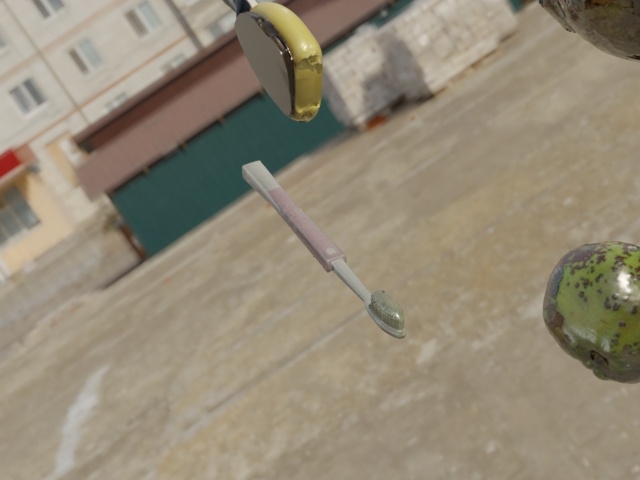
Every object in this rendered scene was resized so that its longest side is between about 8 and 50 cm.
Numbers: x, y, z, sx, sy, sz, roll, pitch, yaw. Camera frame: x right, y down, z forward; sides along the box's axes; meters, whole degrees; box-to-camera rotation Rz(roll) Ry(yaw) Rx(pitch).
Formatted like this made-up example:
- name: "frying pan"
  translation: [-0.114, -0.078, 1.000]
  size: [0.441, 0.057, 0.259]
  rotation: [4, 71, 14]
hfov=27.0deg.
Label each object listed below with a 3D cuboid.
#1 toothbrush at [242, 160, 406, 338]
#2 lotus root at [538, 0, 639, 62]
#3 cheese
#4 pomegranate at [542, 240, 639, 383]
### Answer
- name: "toothbrush"
  translation: [0.000, 0.002, 0.811]
  size: [0.014, 0.017, 0.194]
  rotation: [-19, 38, -21]
- name: "lotus root"
  translation: [0.199, -0.157, 0.741]
  size: [0.120, 0.120, 0.209]
  rotation: [-39, 11, -31]
- name: "cheese"
  translation: [-0.048, -0.173, 1.110]
  size: [0.036, 0.162, 0.086]
  rotation: [-23, -38, -18]
- name: "pomegranate"
  translation: [0.277, 0.062, 1.226]
  size: [0.125, 0.138, 0.163]
  rotation: [-68, -13, 14]
